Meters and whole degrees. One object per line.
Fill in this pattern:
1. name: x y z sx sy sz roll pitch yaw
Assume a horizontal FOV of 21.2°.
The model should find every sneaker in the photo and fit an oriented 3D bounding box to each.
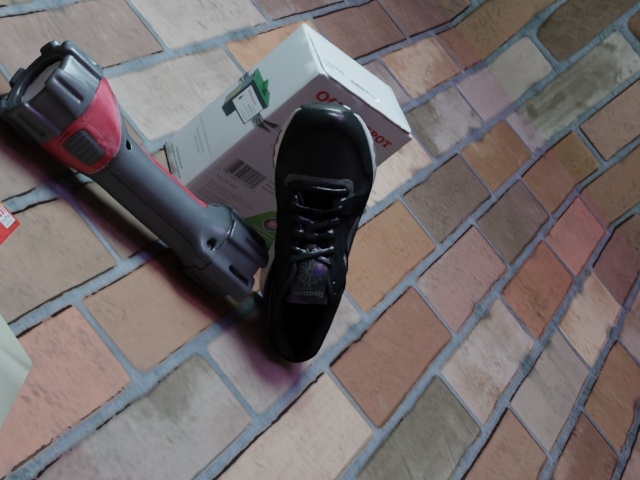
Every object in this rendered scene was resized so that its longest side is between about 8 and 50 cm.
1. sneaker: 0.000 0.000 1.725 0.107 0.283 0.124 4 37 -5

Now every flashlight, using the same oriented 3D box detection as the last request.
1. flashlight: -0.177 -0.066 1.690 0.304 0.103 0.103 42 -21 -30

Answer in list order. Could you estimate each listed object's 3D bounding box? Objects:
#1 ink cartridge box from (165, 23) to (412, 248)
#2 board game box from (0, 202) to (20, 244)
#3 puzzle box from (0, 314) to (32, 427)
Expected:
1. ink cartridge box: -0.035 -0.110 1.873 0.160 0.219 0.092 33 28 -41
2. board game box: -0.344 -0.046 1.371 0.193 0.045 0.147 47 21 -10
3. puzzle box: -0.325 0.079 1.103 0.272 0.052 0.409 61 17 -19
